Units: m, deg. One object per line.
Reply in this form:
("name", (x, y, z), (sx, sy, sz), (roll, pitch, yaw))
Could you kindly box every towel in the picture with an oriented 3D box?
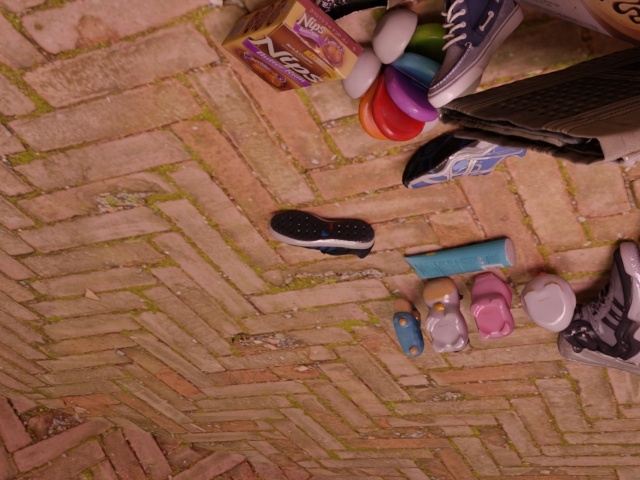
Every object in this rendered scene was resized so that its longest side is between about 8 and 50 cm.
("towel", (0.327, -0.149, 0.714), (0.324, 0.312, 0.056), (-17, 112, -13))

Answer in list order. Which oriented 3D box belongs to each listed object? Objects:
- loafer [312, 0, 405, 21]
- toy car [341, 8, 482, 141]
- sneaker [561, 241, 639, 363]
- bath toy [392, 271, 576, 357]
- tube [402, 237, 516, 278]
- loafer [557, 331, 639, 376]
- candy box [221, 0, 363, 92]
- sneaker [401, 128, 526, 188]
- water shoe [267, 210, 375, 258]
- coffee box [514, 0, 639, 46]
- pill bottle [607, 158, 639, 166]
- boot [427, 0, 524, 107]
("loafer", (0.096, -0.319, 0.791), (0.251, 0.087, 0.094), (-14, 137, 28))
("toy car", (0.120, -0.206, 0.893), (0.159, 0.136, 0.182), (27, 140, -20))
("sneaker", (0.527, 0.123, 1.236), (0.153, 0.101, 0.268), (-2, 124, 23))
("bath toy", (0.323, 0.133, 1.303), (0.348, 0.151, 0.129), (-14, 175, 25))
("tube", (0.265, 0.040, 1.259), (0.207, 0.052, 0.080), (-12, 133, 34))
("loafer", (0.656, 0.219, 1.348), (0.320, 0.112, 0.111), (4, 151, 9))
("candy box", (-0.043, -0.254, 0.866), (0.109, 0.053, 0.187), (35, 166, -29))
("sneaker", (0.220, -0.123, 1.025), (0.211, 0.080, 0.081), (-23, 129, 38))
("water shoe", (0.000, 0.000, 1.243), (0.203, 0.073, 0.080), (9, 145, 3))
("coffee box", (0.272, -0.291, 0.608), (0.119, 0.297, 0.168), (-42, 127, 7))
("pill bottle", (0.505, -0.135, 0.872), (0.221, 0.121, 0.121), (11, 145, 18))
("boot", (0.167, -0.247, 0.792), (0.086, 0.190, 0.069), (46, 153, -17))
